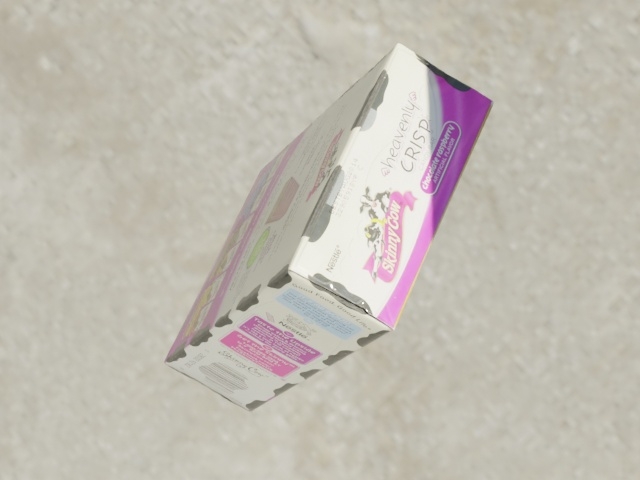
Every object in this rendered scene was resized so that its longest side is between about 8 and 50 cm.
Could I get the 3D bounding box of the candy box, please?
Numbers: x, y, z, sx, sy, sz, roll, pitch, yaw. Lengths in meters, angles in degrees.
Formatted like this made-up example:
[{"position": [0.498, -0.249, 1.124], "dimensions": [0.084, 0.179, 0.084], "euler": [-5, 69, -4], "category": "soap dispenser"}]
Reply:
[{"position": [0.000, 0.000, 1.086], "dimensions": [0.159, 0.071, 0.233], "euler": [-65, -168, -24], "category": "candy box"}]
